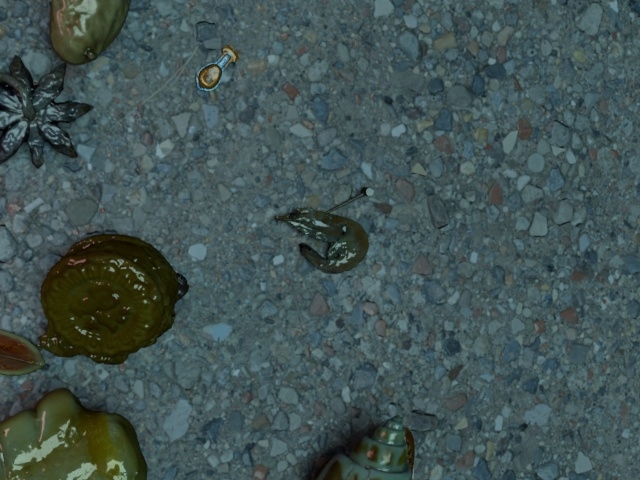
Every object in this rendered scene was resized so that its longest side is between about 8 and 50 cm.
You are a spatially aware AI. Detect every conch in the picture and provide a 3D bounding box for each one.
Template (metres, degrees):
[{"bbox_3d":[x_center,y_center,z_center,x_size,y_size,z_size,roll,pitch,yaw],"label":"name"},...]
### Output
[{"bbox_3d":[0.096,0.542,1.752,0.197,0.249,0.368,-29,139,-51],"label":"conch"}]

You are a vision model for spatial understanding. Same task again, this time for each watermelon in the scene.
[{"bbox_3d":[-0.582,0.192,1.569,0.163,0.087,0.069,23,53,-21],"label":"watermelon"}]

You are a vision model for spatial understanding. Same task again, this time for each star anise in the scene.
[{"bbox_3d":[-0.541,-0.238,1.565,0.262,0.081,0.230,37,89,-21],"label":"star anise"}]

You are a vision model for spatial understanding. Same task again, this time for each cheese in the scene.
[{"bbox_3d":[-0.207,-0.343,1.728,0.047,0.017,0.111,44,76,-20],"label":"cheese"}]

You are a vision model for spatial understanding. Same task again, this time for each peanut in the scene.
[{"bbox_3d":[-0.432,-0.468,1.570,0.159,0.143,0.291,-12,93,-28],"label":"peanut"}]

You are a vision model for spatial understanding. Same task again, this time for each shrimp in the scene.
[{"bbox_3d":[0.000,0.000,1.809,0.223,0.047,0.126,17,95,-23],"label":"shrimp"}]

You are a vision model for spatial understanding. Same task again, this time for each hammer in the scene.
[{"bbox_3d":[0.061,-0.082,1.839,0.110,0.035,0.019,-29,101,-9],"label":"hammer"}]

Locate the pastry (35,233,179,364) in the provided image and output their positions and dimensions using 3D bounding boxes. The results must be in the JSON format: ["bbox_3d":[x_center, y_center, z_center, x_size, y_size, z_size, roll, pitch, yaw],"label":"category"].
[{"bbox_3d":[-0.383,0.107,1.592,0.240,0.132,0.235,13,117,-5],"label":"pastry"}]

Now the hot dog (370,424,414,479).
[{"bbox_3d":[0.158,0.491,1.879,0.108,0.059,0.191,-3,96,-16],"label":"hot dog"}]

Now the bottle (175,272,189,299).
[{"bbox_3d":[-0.329,0.058,1.669,0.164,0.060,0.060,38,78,-19],"label":"bottle"}]

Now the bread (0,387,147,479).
[{"bbox_3d":[-0.482,0.439,1.542,0.341,0.210,0.300,-34,81,-24],"label":"bread"}]
